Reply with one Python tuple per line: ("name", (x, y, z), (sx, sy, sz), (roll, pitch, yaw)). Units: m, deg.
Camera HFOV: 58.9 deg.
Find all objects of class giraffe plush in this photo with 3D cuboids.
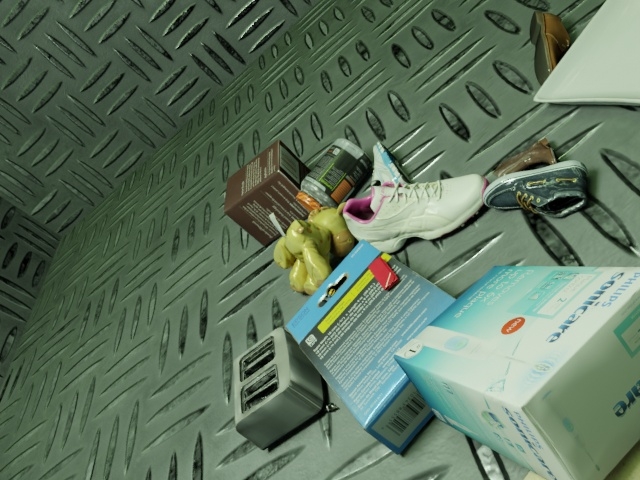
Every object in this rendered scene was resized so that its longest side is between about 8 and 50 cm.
("giraffe plush", (0.000, 0.000, 1.277), (0.170, 0.210, 0.181), (-30, 17, -31))

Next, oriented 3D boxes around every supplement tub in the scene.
("supplement tub", (0.032, -0.153, 1.429), (0.190, 0.117, 0.117), (-50, 31, -6))

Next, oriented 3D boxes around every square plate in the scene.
("square plate", (0.617, -0.361, 1.014), (0.344, 0.049, 0.347), (-51, 31, -7))

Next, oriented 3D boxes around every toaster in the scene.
("toaster", (-0.081, 0.280, 1.090), (0.186, 0.110, 0.168), (-37, 33, 16))

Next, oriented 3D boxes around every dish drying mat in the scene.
("dish drying mat", (0.110, 0.057, 1.000), (0.032, 0.008, 0.083), (-44, 31, 7))

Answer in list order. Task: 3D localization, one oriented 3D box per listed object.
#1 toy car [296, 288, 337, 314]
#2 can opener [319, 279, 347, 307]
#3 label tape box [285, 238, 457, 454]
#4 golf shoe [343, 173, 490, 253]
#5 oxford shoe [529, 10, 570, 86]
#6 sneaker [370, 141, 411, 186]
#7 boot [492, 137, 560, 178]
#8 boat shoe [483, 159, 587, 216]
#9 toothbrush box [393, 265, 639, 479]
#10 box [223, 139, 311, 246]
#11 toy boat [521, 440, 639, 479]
("toy car", (-0.014, 0.144, 1.225), (0.122, 0.040, 0.060), (-51, 31, -4))
("can opener", (0.041, 0.124, 1.168), (0.186, 0.073, 0.059), (-45, 22, -13))
("label tape box", (0.105, 0.164, 0.996), (0.240, 0.106, 0.334), (-48, 30, -2))
("golf shoe", (0.181, -0.068, 1.133), (0.306, 0.140, 0.115), (-25, 36, 30))
("oxford shoe", (0.496, -0.411, 1.205), (0.076, 0.076, 0.212), (6, 61, 5))
("sneaker", (0.147, -0.168, 1.355), (0.083, 0.071, 0.190), (-43, 31, 19))
("boot", (0.382, -0.136, 1.059), (0.114, 0.037, 0.106), (-30, 22, 22))
("boat shoe", (0.367, -0.076, 0.983), (0.183, 0.065, 0.083), (-18, 40, 37))
("toothbrush box", (0.256, 0.142, 0.691), (0.216, 0.126, 0.295), (-38, 9, -13))
("box", (-0.133, -0.129, 1.554), (0.203, 0.167, 0.168), (-34, 34, 22))
("toy boat", (0.320, 0.332, 0.537), (0.267, 0.148, 0.318), (-47, 23, -8))
